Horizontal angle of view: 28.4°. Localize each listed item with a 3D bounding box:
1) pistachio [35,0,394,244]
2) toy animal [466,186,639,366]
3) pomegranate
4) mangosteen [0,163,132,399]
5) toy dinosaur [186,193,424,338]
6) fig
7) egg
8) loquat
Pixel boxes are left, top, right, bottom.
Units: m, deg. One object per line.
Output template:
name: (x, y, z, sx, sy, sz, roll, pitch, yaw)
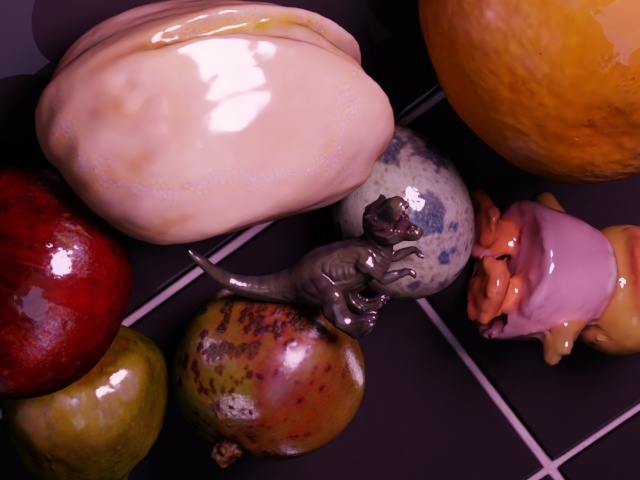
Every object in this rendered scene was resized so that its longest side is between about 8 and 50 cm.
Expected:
pistachio: (-0.095, -0.109, 1.129, 0.321, 0.229, 0.238, -4, 148, -29)
toy animal: (0.279, 0.048, 1.340, 0.281, 0.195, 0.169, 5, 155, -12)
pomegranate: (-0.030, 0.120, 1.289, 0.246, 0.198, 0.198, -24, 123, -30)
mangosteen: (-0.297, 0.030, 1.122, 0.257, 0.215, 0.215, 15, 113, -37)
toy dinosaur: (0.000, 0.000, 1.179, 0.179, 0.087, 0.187, 41, 110, -3)
fig: (-0.243, 0.173, 1.292, 0.167, 0.167, 0.233, 5, 153, -16)
egg: (0.081, -0.028, 1.260, 0.141, 0.141, 0.182, -15, 111, -6)
loquat: (0.245, -0.210, 1.112, 0.328, 0.328, 0.328, -6, 118, -11)
